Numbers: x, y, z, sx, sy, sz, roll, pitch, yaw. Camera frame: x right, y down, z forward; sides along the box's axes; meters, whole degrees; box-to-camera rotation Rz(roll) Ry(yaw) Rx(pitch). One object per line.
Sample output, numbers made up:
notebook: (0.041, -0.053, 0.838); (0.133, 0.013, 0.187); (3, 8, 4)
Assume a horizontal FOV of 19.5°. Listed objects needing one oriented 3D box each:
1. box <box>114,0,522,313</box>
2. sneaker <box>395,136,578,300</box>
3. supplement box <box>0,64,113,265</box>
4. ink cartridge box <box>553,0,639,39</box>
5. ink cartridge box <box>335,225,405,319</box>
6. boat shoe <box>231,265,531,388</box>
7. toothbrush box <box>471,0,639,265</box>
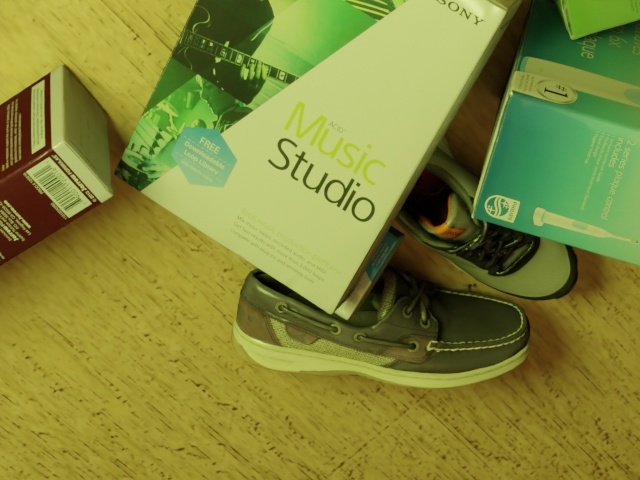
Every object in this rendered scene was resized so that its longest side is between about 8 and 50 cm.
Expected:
box: (-0.009, -0.126, 1.552); (0.232, 0.058, 0.322); (32, 117, 6)
sneaker: (0.132, -0.014, 1.683); (0.271, 0.108, 0.100); (34, 112, -29)
supplement box: (-0.294, -0.035, 1.589); (0.239, 0.130, 0.073); (-30, 124, 13)
ink cartridge box: (0.290, -0.245, 1.542); (0.209, 0.109, 0.062); (-16, 127, 3)
ink cartridge box: (0.000, 0.000, 1.664); (0.122, 0.052, 0.088); (33, 101, 5)
boat shoe: (0.061, 0.072, 1.737); (0.285, 0.102, 0.092); (3, 129, -4)
toothbrush box: (0.293, -0.079, 1.547); (0.296, 0.216, 0.126); (18, 123, 3)
